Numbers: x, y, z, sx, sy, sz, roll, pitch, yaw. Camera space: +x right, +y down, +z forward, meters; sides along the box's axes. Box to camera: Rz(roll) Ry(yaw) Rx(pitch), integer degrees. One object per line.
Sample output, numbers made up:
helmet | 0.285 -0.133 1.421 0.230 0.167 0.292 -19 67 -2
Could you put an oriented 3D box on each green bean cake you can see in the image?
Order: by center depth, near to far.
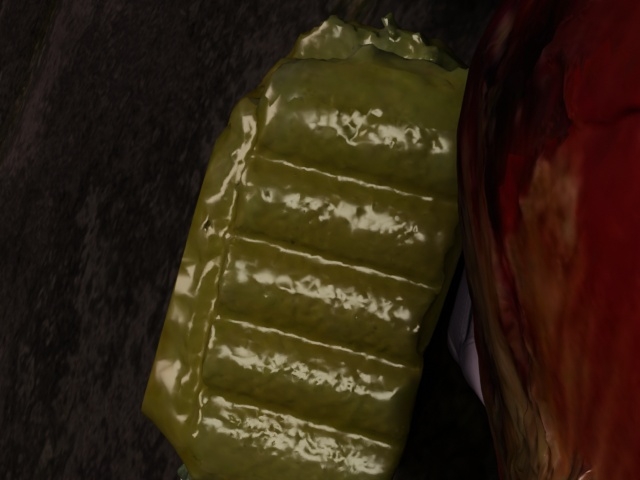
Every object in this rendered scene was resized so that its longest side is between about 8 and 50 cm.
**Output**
green bean cake | 0.000 0.000 0.833 0.236 0.124 0.233 -88 15 -80

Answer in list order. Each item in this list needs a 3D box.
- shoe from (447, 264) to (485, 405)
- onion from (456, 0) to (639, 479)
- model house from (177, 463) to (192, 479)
shoe | 0.125 -0.019 0.734 0.137 0.095 0.245 28 103 62
onion | 0.182 0.057 0.439 0.347 0.285 0.348 166 90 -85
model house | -0.078 0.166 1.014 0.083 0.066 0.079 -61 30 14
